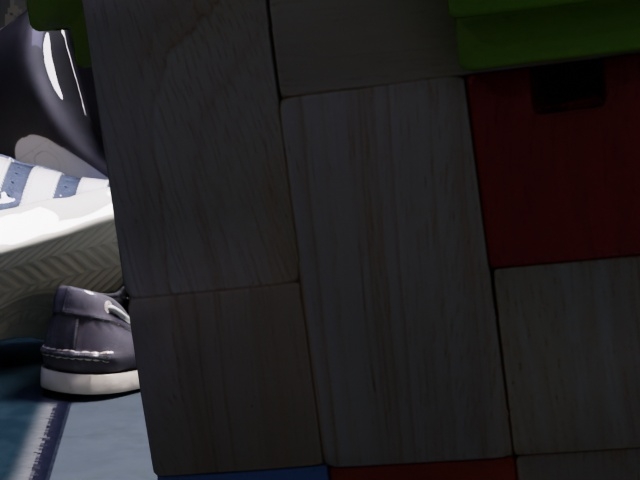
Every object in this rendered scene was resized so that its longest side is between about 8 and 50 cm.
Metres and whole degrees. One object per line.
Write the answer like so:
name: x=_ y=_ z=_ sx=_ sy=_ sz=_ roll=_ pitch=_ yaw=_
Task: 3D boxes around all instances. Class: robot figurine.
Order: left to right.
robot figurine: x=-0.211 y=-0.085 z=1.162 sx=0.278 sy=0.209 sz=0.174 roll=-28 pitch=32 yaw=34

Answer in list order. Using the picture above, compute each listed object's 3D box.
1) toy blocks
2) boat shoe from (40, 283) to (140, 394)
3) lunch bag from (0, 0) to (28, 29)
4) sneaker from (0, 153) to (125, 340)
toy blocks: x=0.102 y=0.028 z=0.406 sx=0.381 sy=0.261 sz=0.191 roll=-5 pitch=8 yaw=13
boat shoe: x=-0.092 y=0.046 z=0.921 sx=0.075 sy=0.065 sz=0.206 roll=4 pitch=8 yaw=30
lunch bag: x=-0.155 y=-0.131 z=1.423 sx=0.212 sy=0.305 sz=0.256 roll=9 pitch=14 yaw=34
sneaker: x=-0.198 y=-0.012 z=0.940 sx=0.350 sy=0.131 sz=0.148 roll=-7 pitch=43 yaw=-49
